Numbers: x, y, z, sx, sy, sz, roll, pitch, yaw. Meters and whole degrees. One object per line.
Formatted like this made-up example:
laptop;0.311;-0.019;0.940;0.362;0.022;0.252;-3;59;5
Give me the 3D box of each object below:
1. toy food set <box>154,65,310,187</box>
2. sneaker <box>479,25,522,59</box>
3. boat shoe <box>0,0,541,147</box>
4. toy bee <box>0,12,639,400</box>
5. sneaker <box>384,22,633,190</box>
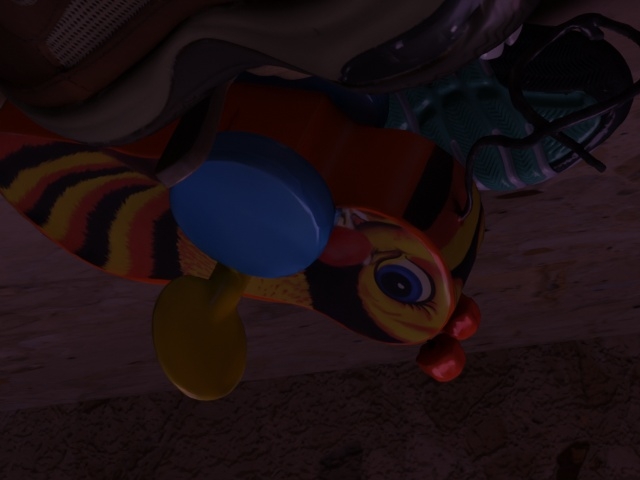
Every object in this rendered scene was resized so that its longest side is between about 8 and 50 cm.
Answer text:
toy food set;0.019;-0.097;0.562;0.192;0.038;0.132;-34;-163;16
sneaker;0.025;-0.112;0.676;0.166;0.065;0.076;-3;153;-38
boat shoe;-0.043;-0.109;0.494;0.120;0.122;0.324;38;162;-22
toy bee;0.000;0.000;0.815;0.298;0.162;0.195;20;-126;42
sneaker;0.069;-0.068;0.933;0.224;0.083;0.098;-14;-168;41
